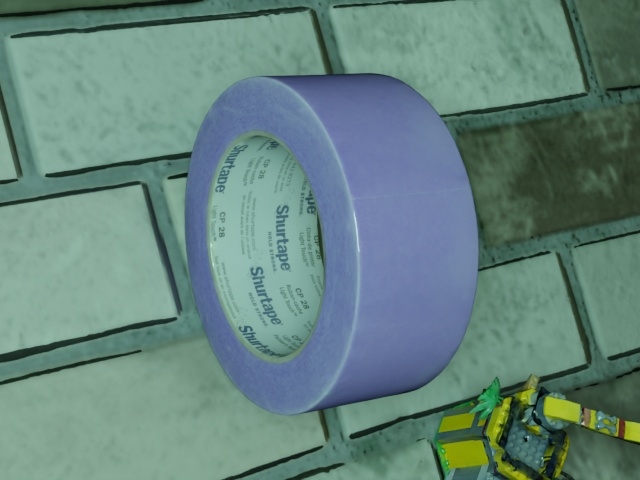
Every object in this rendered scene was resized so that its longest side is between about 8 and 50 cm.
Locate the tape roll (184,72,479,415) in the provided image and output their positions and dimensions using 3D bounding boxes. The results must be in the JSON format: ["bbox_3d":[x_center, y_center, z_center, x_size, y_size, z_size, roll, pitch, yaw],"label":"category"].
[{"bbox_3d":[0.000,0.000,0.733,0.080,0.189,0.189,-6,80,-33],"label":"tape roll"}]

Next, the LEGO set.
[{"bbox_3d":[0.206,0.236,0.795,0.331,0.192,0.255,43,59,-15],"label":"LEGO set"}]
